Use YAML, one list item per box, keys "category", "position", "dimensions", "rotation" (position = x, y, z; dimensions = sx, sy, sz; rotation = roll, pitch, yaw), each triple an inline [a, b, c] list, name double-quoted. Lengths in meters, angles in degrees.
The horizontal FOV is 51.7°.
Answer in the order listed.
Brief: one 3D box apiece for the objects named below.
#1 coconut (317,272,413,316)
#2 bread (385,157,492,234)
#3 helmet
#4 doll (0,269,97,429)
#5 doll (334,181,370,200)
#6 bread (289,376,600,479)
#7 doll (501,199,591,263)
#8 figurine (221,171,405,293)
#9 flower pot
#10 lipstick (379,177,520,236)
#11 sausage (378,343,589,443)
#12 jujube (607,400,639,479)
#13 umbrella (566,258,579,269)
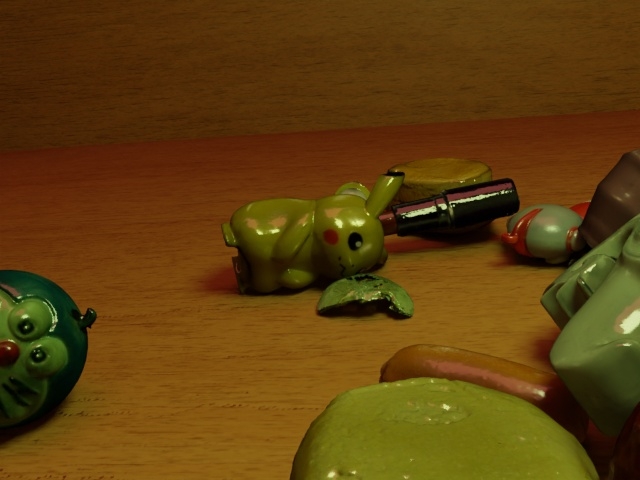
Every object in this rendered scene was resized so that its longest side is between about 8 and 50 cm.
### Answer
- category: "coconut"
  position: [0.072, 0.086, 1.094]
  dimensions: [0.158, 0.055, 0.133]
  rotation: [-3, 20, 1]
- category: "bread"
  position: [0.261, -0.097, 1.447]
  dimensions: [0.195, 0.142, 0.269]
  rotation: [-23, 24, -36]
- category: "helmet"
  position: [0.594, -0.051, 1.051]
  dimensions: [0.338, 0.197, 0.271]
  rotation: [-1, 32, -11]
- category: "doll"
  position: [-0.438, 0.146, 0.836]
  dimensions: [0.322, 0.198, 0.186]
  rotation: [-15, 7, -1]
- category: "doll"
  position: [0.065, -0.066, 1.479]
  dimensions: [0.135, 0.099, 0.241]
  rotation: [-24, 12, 17]
- category: "bread"
  position: [0.102, 0.222, 0.545]
  dimensions: [0.270, 0.148, 0.270]
  rotation: [-1, 17, 0]
- category: "doll"
  position: [0.470, -0.019, 1.245]
  dimensions: [0.336, 0.105, 0.200]
  rotation: [-7, 18, -31]
- category: "figurine"
  position: [-0.008, 0.001, 1.191]
  dimensions: [0.327, 0.218, 0.169]
  rotation: [-3, 47, 5]
- category: "flower pot"
  position: [0.383, 0.066, 0.730]
  dimensions: [0.254, 0.164, 0.367]
  rotation: [-37, -6, 18]
- category: "lipstick"
  position: [0.237, -0.056, 1.289]
  dimensions: [0.299, 0.081, 0.081]
  rotation: [-13, 19, -1]
- category: "sausage"
  position: [0.180, 0.173, 0.755]
  dimensions: [0.238, 0.098, 0.098]
  rotation: [8, 23, 29]
- category: "jujube"
  position: [0.309, 0.229, 0.391]
  dimensions: [0.216, 0.216, 0.342]
  rotation: [-5, 30, 1]
- category: "umbrella"
  position: [0.492, 0.041, 1.154]
  dimensions: [0.133, 0.031, 0.036]
  rotation: [-11, 20, -14]
